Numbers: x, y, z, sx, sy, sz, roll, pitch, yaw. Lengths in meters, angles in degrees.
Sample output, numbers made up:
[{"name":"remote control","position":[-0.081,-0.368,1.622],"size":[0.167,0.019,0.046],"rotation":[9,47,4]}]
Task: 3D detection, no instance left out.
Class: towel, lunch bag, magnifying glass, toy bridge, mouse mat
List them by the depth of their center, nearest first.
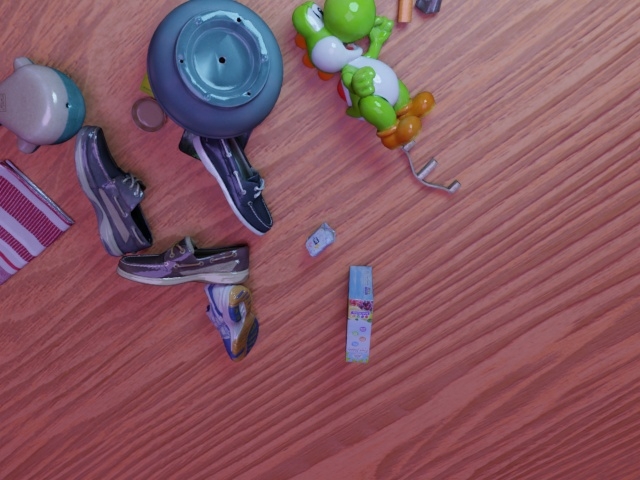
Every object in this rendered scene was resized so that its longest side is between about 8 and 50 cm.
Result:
[{"name":"magnifying glass","position":[0.184,-0.580,0.976],"size":[0.092,0.026,0.230],"rotation":[2,116,2]},{"name":"mouse mat","position":[-0.252,-0.272,1.160],"size":[0.153,0.007,0.189],"rotation":[24,116,-11]},{"name":"toy bridge","position":[0.267,-0.178,1.183],"size":[0.188,0.026,0.063],"rotation":[38,113,-16]},{"name":"lunch bag","position":[0.000,0.000,1.248],"size":[0.053,0.083,0.071],"rotation":[41,111,-18]},{"name":"towel","position":[-0.869,-0.039,1.278],"size":[0.329,0.037,0.237],"rotation":[-33,112,17]}]

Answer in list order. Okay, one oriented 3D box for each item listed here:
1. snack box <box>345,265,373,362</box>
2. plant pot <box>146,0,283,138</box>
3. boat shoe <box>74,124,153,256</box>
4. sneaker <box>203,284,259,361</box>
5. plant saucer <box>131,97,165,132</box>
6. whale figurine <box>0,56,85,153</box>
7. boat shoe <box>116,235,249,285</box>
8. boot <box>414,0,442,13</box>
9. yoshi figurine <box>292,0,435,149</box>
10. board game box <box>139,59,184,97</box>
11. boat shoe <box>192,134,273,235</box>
[{"name":"snack box","position":[0.106,0.201,1.297],"size":[0.070,0.174,0.207],"rotation":[4,118,3]},{"name":"plant pot","position":[-0.205,-0.354,0.956],"size":[0.293,0.196,0.293],"rotation":[-4,104,-16]},{"name":"boat shoe","position":[-0.507,-0.123,1.189],"size":[0.130,0.132,0.355],"rotation":[-7,126,-6]},{"name":"sneaker","position":[-0.265,0.227,1.375],"size":[0.131,0.112,0.296],"rotation":[20,129,24]},{"name":"plant saucer","position":[-0.416,-0.305,1.141],"size":[0.084,0.015,0.083],"rotation":[1,117,2]},{"name":"whale figurine","position":[-0.668,-0.310,1.097],"size":[0.272,0.141,0.216],"rotation":[5,99,24]},{"name":"boat shoe","position":[-0.358,0.045,1.252],"size":[0.342,0.123,0.123],"rotation":[3,107,-13]},{"name":"boot","position":[0.266,-0.532,0.996],"size":[0.106,0.037,0.114],"rotation":[20,113,6]},{"name":"yoshi figurine","position":[0.106,-0.386,1.002],"size":[0.362,0.203,0.203],"rotation":[43,95,-16]},{"name":"board game box","position":[-0.333,-0.405,1.073],"size":[0.092,0.043,0.181],"rotation":[27,114,-12]},{"name":"boat shoe","position":[-0.192,-0.146,1.159],"size":[0.091,0.114,0.302],"rotation":[-25,119,17]}]
